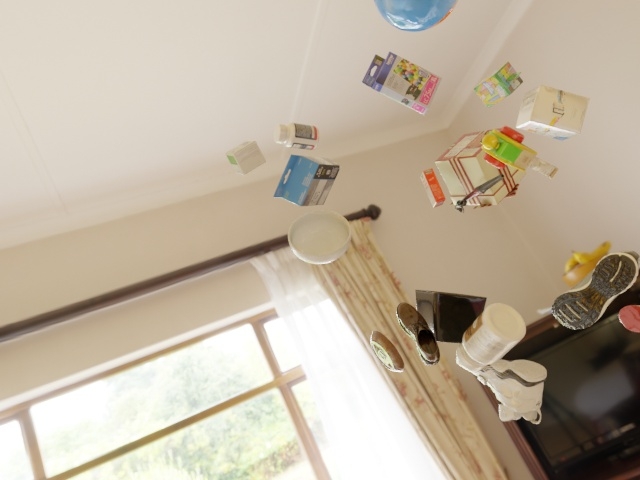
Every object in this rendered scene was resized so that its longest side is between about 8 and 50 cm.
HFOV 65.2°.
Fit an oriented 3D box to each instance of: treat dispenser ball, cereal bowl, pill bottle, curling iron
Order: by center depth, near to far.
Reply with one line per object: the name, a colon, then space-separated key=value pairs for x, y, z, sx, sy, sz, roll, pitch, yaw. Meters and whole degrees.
pill bottle: x=0.515 y=0.306 z=1.541 sx=0.131 sy=0.131 sz=0.229 roll=-15 pitch=-34 yaw=-28
treat dispenser ball: x=0.307 y=-0.818 z=1.592 sx=0.288 sy=0.288 sz=0.288 roll=-23 pitch=-20 yaw=-9
curling iron: x=0.584 y=-0.173 z=1.837 sx=0.035 sy=0.068 sz=0.274 roll=24 pitch=-28 yaw=-13
pill bottle: x=-0.106 y=-0.457 z=2.179 sx=0.180 sy=0.107 sz=0.108 roll=3 pitch=-32 yaw=-26
cereal bowl: x=0.000 y=0.000 z=2.661 sx=0.339 sy=0.339 sz=0.141 roll=-22 pitch=-42 yaw=-12

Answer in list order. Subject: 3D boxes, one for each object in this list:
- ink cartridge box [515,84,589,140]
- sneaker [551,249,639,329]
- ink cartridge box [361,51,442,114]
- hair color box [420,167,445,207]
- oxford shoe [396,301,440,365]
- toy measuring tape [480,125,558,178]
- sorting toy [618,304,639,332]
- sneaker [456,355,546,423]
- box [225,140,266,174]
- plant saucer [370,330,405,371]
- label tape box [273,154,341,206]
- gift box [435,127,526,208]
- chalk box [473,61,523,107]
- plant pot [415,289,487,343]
ink cartridge box: x=1.041 y=-0.574 z=2.260 sx=0.233 sy=0.168 sz=0.171 roll=15 pitch=1 yaw=-1
sneaker: x=0.690 y=0.126 z=1.244 sx=0.108 sy=0.100 sz=0.271 roll=-19 pitch=-31 yaw=-39
ink cartridge box: x=0.353 y=-0.692 z=2.164 sx=0.065 sy=0.311 sz=0.185 roll=116 pitch=180 yaw=-68
hair color box: x=0.450 y=-0.210 z=2.004 sx=0.043 sy=0.141 sz=0.072 roll=-19 pitch=-14 yaw=-3
oxford shoe: x=0.320 y=0.284 z=1.617 sx=0.083 sy=0.227 sz=0.096 roll=-26 pitch=-33 yaw=-9
toy measuring tape: x=0.563 y=-0.254 z=1.447 sx=0.330 sy=0.121 sz=0.121 roll=10 pitch=-39 yaw=-38
sorting toy: x=1.381 y=0.239 z=1.987 sx=0.126 sy=0.127 sz=0.365 roll=-24 pitch=-16 yaw=-41
sneaker: x=0.652 y=0.533 z=1.838 sx=0.137 sy=0.210 sz=0.366 roll=-4 pitch=3 yaw=-34
box: x=-0.273 y=-0.302 z=1.818 sx=0.102 sy=0.087 sz=0.101 roll=-36 pitch=25 yaw=-17
plant saucer: x=0.264 y=0.460 z=2.042 sx=0.036 sy=0.198 sz=0.198 roll=-32 pitch=-17 yaw=-20
label tape box: x=-0.061 y=-0.297 z=2.521 sx=0.334 sy=0.106 sz=0.240 roll=-10 pitch=-50 yaw=-58
gift box: x=0.637 y=-0.271 z=2.038 sx=0.276 sy=0.258 sz=0.255 roll=-41 pitch=22 yaw=-18
chalk box: x=0.906 y=-0.790 z=2.508 sx=0.132 sy=0.132 sz=0.213 roll=-43 pitch=7 yaw=-24
plant pot: x=0.440 y=0.263 z=1.724 sx=0.188 sy=0.166 sz=0.187 roll=5 pitch=-3 yaw=-10
